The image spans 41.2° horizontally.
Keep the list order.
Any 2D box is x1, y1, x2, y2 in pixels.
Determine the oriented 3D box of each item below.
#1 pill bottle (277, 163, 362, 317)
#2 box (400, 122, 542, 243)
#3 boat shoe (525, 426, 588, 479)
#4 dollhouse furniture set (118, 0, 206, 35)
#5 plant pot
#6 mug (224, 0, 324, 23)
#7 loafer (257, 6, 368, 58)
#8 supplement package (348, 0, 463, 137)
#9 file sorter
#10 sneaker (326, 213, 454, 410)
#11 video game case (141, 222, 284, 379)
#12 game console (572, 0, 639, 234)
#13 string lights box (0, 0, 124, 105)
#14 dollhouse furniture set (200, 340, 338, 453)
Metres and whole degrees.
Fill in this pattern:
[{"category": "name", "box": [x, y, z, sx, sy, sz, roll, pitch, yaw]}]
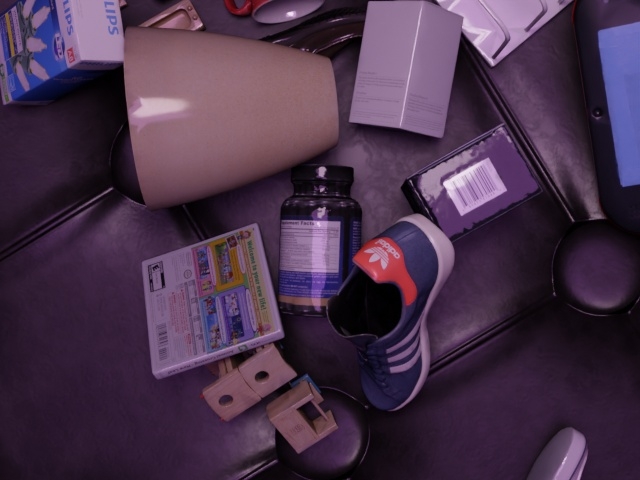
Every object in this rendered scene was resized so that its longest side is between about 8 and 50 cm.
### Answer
[{"category": "pill bottle", "box": [0.000, 0.000, 1.260, 0.122, 0.123, 0.219, 2, 90, 3]}, {"category": "box", "box": [0.206, -0.072, 1.207, 0.153, 0.207, 0.108, -30, 89, 2]}, {"category": "boat shoe", "box": [0.344, 0.409, 1.262, 0.088, 0.096, 0.268, 23, 93, -2]}, {"category": "dollhouse furniture set", "box": [-0.278, -0.361, 1.269, 0.144, 0.123, 0.151, -29, 89, 3]}, {"category": "plant pot", "box": [-0.117, -0.183, 1.197, 0.273, 0.256, 0.257, -6, 90, -4]}, {"category": "mug", "box": [-0.085, -0.421, 1.269, 0.150, 0.113, 0.169, -14, 86, 1]}, {"category": "loafer", "box": [-0.017, -0.290, 1.290, 0.220, 0.080, 0.078, -17, 113, 12]}, {"category": "supplement package", "box": [0.124, -0.248, 1.236, 0.105, 0.105, 0.179, 15, 98, 44]}, {"category": "file sorter", "box": [0.303, -0.423, 1.218, 0.277, 0.173, 0.193, -40, 89, 2]}, {"category": "sneaker", "box": [0.072, 0.124, 1.173, 0.148, 0.350, 0.131, -25, 48, -32]}, {"category": "video game case", "box": [-0.164, 0.085, 1.255, 0.193, 0.023, 0.212, -19, 49, 3]}, {"category": "game console", "box": [0.544, -0.208, 1.177, 0.341, 0.060, 0.387, -7, 106, 24]}, {"category": "string lights box", "box": [-0.379, -0.287, 1.221, 0.259, 0.076, 0.133, -10, 89, 48]}, {"category": "dollhouse furniture set", "box": [-0.086, 0.222, 1.285, 0.129, 0.129, 0.184, -33, 119, 3]}]
